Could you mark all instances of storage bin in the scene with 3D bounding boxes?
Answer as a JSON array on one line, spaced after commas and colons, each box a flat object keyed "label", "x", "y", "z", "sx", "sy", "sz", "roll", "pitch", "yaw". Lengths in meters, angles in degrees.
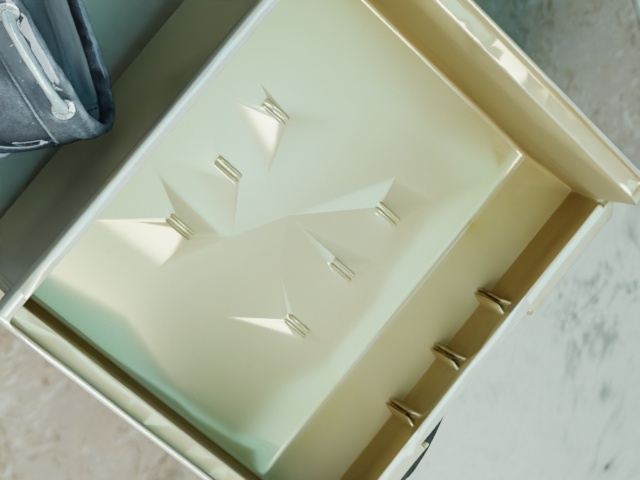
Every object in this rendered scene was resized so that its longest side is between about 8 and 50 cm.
[{"label": "storage bin", "x": 0.000, "y": 0.000, "z": 0.999, "sx": 0.260, "sy": 0.123, "sz": 0.262, "roll": 41, "pitch": 84, "yaw": -25}]

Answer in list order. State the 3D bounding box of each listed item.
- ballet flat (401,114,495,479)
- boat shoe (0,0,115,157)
[{"label": "ballet flat", "x": 0.061, "y": 0.020, "z": 1.145, "sx": 0.084, "sy": 0.058, "sz": 0.250, "roll": -24, "pitch": 127, "yaw": -69}, {"label": "boat shoe", "x": -0.163, "y": -0.175, "z": 0.871, "sx": 0.108, "sy": 0.102, "sz": 0.301, "roll": -64, "pitch": 145, "yaw": -59}]
